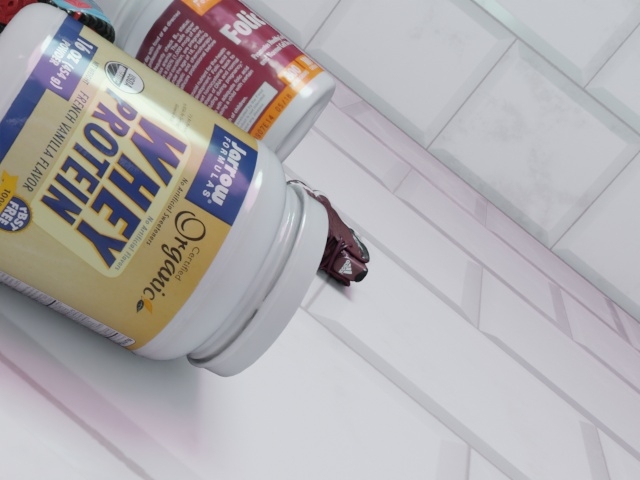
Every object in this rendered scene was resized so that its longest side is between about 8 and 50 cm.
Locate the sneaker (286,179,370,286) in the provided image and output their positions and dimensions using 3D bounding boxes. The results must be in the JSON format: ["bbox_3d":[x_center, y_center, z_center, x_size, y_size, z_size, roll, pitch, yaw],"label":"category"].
[{"bbox_3d":[0.000,0.000,1.255,0.162,0.106,0.281,46,17,12],"label":"sneaker"}]

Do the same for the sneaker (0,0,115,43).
[{"bbox_3d":[-0.405,-0.338,1.153,0.262,0.104,0.125,28,26,-57],"label":"sneaker"}]

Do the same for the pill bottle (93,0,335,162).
[{"bbox_3d":[-0.188,-0.304,1.435,0.392,0.224,0.224,39,17,1],"label":"pill bottle"}]

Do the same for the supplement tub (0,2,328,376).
[{"bbox_3d":[-0.173,-0.033,0.757,0.316,0.228,0.228,32,18,-21],"label":"supplement tub"}]
